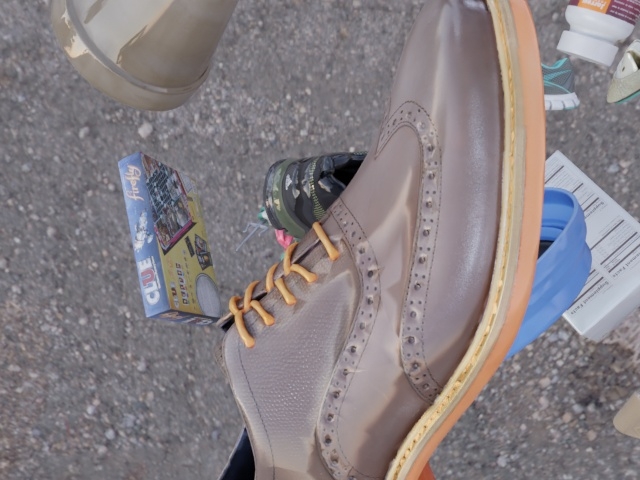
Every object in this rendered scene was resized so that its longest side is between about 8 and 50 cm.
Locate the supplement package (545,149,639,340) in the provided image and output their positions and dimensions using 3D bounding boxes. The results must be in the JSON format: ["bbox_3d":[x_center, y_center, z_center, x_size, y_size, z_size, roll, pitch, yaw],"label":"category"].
[{"bbox_3d":[0.464,0.016,1.289,0.198,0.199,0.263,-45,62,13],"label":"supplement package"}]

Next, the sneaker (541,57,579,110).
[{"bbox_3d":[0.264,-0.212,0.960,0.166,0.065,0.076,-1,99,-7],"label":"sneaker"}]

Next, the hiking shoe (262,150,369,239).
[{"bbox_3d":[0.073,-0.021,0.577,0.226,0.114,0.086,7,82,-30],"label":"hiking shoe"}]

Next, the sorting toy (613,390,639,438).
[{"bbox_3d":[0.610,0.316,1.190,0.208,0.193,0.038,20,67,19],"label":"sorting toy"}]

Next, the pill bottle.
[{"bbox_3d":[0.506,-0.428,1.255,0.121,0.121,0.221,21,107,8],"label":"pill bottle"}]

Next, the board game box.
[{"bbox_3d":[-0.226,0.003,1.093,0.042,0.165,0.243,-19,73,16],"label":"board game box"}]

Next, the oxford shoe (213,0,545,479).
[{"bbox_3d":[0.016,0.039,0.383,0.132,0.130,0.364,11,104,-11],"label":"oxford shoe"}]

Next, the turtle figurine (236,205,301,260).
[{"bbox_3d":[0.000,0.000,1.092,0.234,0.118,0.175,-33,96,-32],"label":"turtle figurine"}]

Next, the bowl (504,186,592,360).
[{"bbox_3d":[0.150,0.067,0.893,0.391,0.391,0.077,-35,101,-16],"label":"bowl"}]

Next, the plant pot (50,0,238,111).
[{"bbox_3d":[-0.293,-0.450,1.334,0.323,0.280,0.323,23,52,-33],"label":"plant pot"}]

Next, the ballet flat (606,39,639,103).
[{"bbox_3d":[0.357,-0.201,0.757,0.052,0.168,0.057,40,64,-8],"label":"ballet flat"}]
